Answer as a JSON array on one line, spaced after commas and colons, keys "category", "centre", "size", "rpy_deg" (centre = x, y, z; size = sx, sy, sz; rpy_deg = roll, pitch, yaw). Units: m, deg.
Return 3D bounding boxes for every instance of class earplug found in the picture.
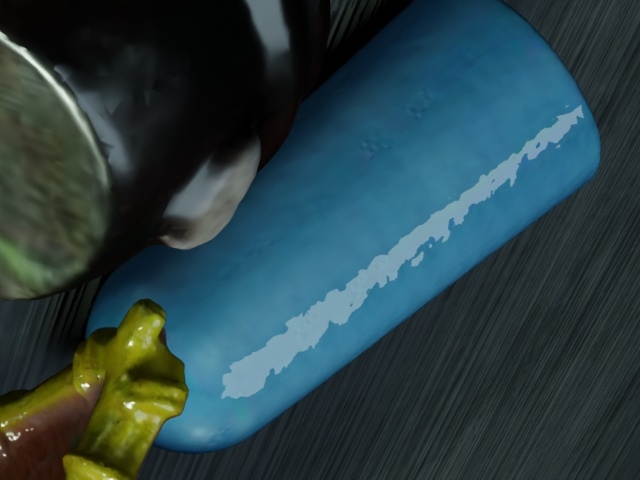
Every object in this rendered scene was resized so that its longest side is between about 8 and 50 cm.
[{"category": "earplug", "centre": [0.000, 0.000, 0.934], "size": [0.273, 0.132, 0.132], "rpy_deg": [-40, 155, -18]}]

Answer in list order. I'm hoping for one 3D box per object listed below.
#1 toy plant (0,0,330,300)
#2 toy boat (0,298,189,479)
[{"category": "toy plant", "centre": [-0.073, -0.107, 0.604], "size": [0.218, 0.175, 0.235], "rpy_deg": [114, -2, -47]}, {"category": "toy boat", "centre": [-0.179, 0.138, 0.738], "size": [0.318, 0.141, 0.099], "rpy_deg": [-31, 128, 0]}]
